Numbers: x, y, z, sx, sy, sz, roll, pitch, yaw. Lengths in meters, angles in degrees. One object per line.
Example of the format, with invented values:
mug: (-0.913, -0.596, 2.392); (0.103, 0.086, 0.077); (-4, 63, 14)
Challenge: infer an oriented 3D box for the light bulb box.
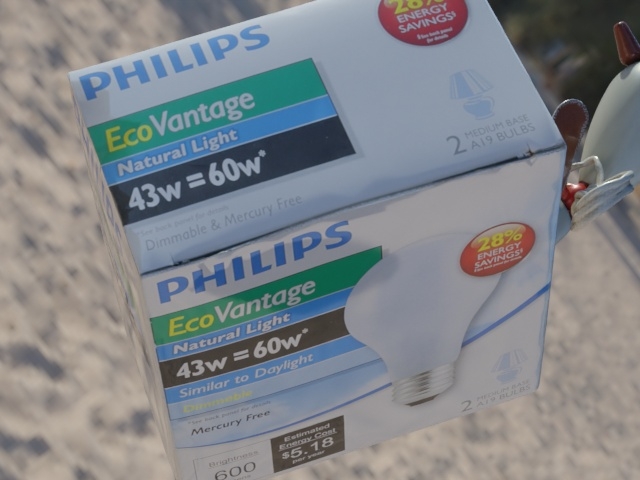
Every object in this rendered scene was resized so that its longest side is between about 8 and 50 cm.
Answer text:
light bulb box: (0.000, 0.000, 1.553); (0.361, 0.358, 0.225); (85, -16, -54)

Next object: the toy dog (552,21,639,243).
toy dog: (0.295, -0.120, 1.980); (0.161, 0.334, 0.220); (54, -35, 4)
